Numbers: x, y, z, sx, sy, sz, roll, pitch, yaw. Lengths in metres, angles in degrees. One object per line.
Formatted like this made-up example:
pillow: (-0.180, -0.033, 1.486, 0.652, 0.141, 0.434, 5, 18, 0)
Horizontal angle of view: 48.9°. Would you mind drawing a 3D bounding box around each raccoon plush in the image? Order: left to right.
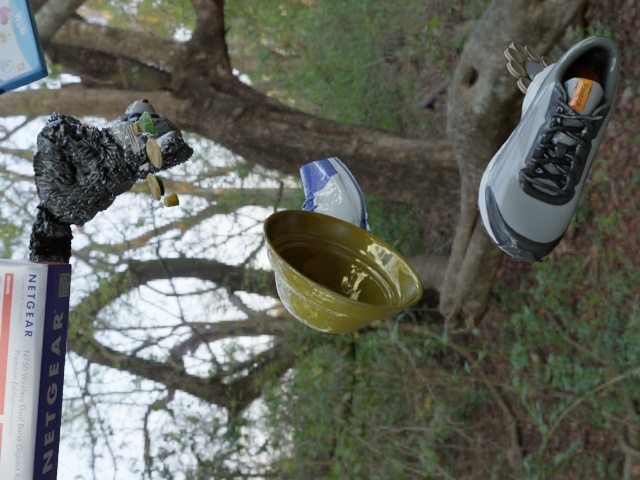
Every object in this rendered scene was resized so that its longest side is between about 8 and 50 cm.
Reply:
raccoon plush: (-0.456, -0.096, 1.573, 0.216, 0.299, 0.446, -85, 4, -75)

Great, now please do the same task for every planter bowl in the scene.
planter bowl: (0.013, 0.054, 0.895, 0.217, 0.217, 0.090, -79, 12, -66)

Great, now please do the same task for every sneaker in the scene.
sneaker: (0.000, 0.001, 1.361, 0.127, 0.182, 0.315, -37, 71, 65)
sneaker: (0.243, -0.103, 0.739, 0.108, 0.100, 0.271, 105, -171, -69)

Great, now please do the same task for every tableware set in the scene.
tableware set: (-0.263, -0.124, 1.124, 0.104, 0.024, 0.154, -10, 100, 58)

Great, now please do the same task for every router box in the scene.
router box: (-0.510, 0.188, 0.958, 0.082, 0.301, 0.335, 29, -115, -87)

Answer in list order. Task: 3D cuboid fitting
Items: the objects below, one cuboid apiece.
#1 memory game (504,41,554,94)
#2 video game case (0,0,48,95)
memory game: (0.382, -0.264, 1.191, 0.012, 0.186, 0.186, -45, 29, 40)
video game case: (-0.357, -0.182, 0.690, 0.015, 0.166, 0.119, 64, -174, -71)
